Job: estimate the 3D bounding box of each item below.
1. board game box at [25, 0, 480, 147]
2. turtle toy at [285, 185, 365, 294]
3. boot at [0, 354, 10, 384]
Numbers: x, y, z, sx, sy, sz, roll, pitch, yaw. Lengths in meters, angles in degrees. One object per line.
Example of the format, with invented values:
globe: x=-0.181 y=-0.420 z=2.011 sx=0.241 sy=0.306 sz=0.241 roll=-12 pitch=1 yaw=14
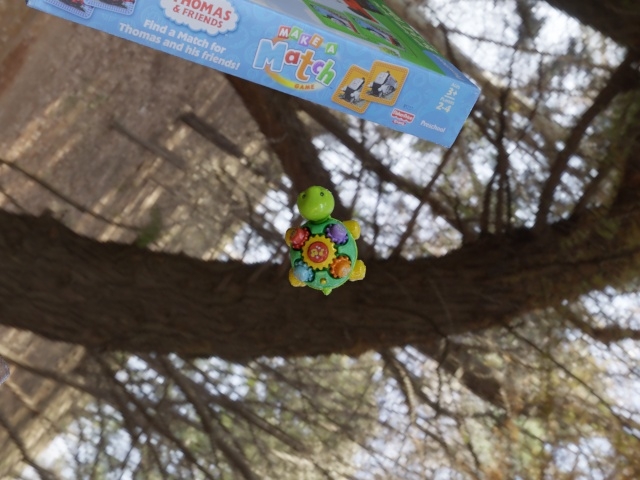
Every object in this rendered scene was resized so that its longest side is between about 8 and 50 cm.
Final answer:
board game box: x=-0.043 y=-0.124 z=0.436 sx=0.039 sy=0.211 sz=0.160 roll=-62 pitch=-146 yaw=24
turtle toy: x=0.000 y=0.000 z=1.043 sx=0.066 sy=0.095 sz=0.130 roll=15 pitch=68 yaw=-80
boot: x=-0.311 y=0.071 z=0.530 sx=0.152 sy=0.197 sz=0.073 roll=-46 pitch=169 yaw=-38
